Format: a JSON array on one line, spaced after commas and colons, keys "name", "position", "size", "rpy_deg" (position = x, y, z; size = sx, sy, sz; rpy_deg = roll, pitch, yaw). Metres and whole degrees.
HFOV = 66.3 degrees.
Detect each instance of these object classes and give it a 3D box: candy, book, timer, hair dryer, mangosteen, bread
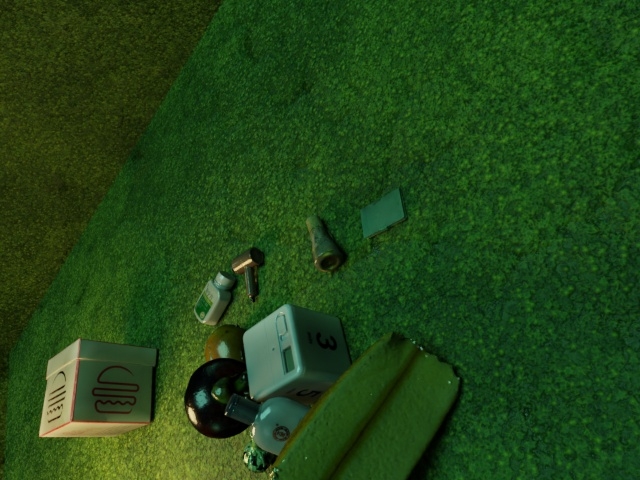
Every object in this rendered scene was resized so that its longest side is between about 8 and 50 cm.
[{"name": "candy", "position": [-0.171, 0.495, 1.273], "size": [0.091, 0.083, 0.305], "rpy_deg": [-92, 0, -56]}, {"name": "book", "position": [0.168, -0.069, 1.320], "size": [0.135, 0.017, 0.103], "rpy_deg": [-30, 51, 34]}, {"name": "timer", "position": [-0.060, 0.300, 1.264], "size": [0.194, 0.195, 0.192], "rpy_deg": [-37, 50, 29]}, {"name": "hair dryer", "position": [-0.240, 0.124, 1.635], "size": [0.117, 0.064, 0.181], "rpy_deg": [-30, 59, 35]}, {"name": "mangosteen", "position": [-0.249, 0.416, 1.326], "size": [0.216, 0.216, 0.215], "rpy_deg": [-21, 59, 39]}, {"name": "bread", "position": [0.107, 0.373, 0.994], "size": [0.233, 0.245, 0.361], "rpy_deg": [37, 99, 9]}]

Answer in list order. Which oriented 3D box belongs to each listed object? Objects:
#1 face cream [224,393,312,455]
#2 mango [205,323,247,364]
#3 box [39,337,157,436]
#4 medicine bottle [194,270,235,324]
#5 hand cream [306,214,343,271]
[{"name": "face cream", "position": [-0.085, 0.443, 1.167], "size": [0.143, 0.291, 0.071], "rpy_deg": [-61, 9, 7]}, {"name": "mango", "position": [-0.274, 0.376, 1.502], "size": [0.167, 0.136, 0.235], "rpy_deg": [-8, 76, 38]}, {"name": "box", "position": [-0.850, 0.576, 1.883], "size": [0.314, 0.312, 0.299], "rpy_deg": [-30, 55, 36]}, {"name": "medicine bottle", "position": [-0.370, 0.200, 1.727], "size": [0.183, 0.069, 0.119], "rpy_deg": [-58, 40, 8]}, {"name": "hand cream", "position": [0.000, 0.000, 1.429], "size": [0.084, 0.084, 0.203], "rpy_deg": [-47, 38, 21]}]
